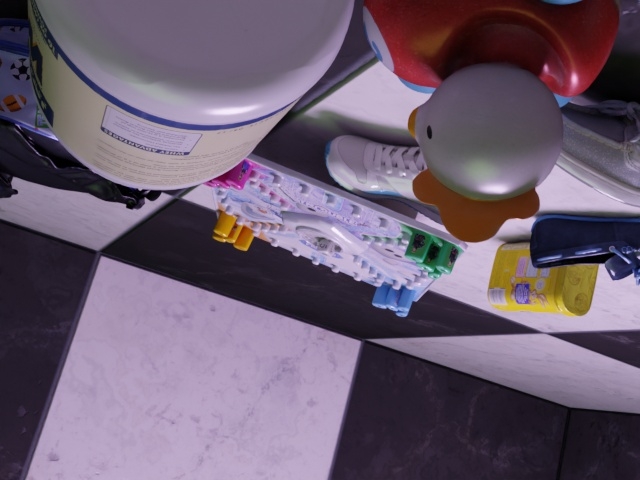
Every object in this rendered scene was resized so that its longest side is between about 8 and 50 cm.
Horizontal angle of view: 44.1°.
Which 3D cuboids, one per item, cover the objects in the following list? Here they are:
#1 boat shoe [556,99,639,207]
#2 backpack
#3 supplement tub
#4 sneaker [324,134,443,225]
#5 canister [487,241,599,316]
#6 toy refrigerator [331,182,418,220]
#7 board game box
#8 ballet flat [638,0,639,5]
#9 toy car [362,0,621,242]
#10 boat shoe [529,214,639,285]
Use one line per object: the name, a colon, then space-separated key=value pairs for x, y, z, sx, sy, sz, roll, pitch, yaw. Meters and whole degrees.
boat shoe: x=0.367 y=-0.089 z=0.807 sx=0.320 sy=0.103 sz=0.118 roll=18 pitch=-150 yaw=-2
backpack: x=-0.367 y=-0.166 z=1.024 sx=0.276 sy=0.213 sz=0.263 roll=4 pitch=171 yaw=16
supplement tub: x=-0.129 y=-0.175 z=0.686 sx=0.235 sy=0.236 sz=0.325 roll=19 pitch=165 yaw=-16
sneaker: x=0.117 y=-0.097 z=1.071 sx=0.228 sy=0.087 sz=0.092 roll=17 pitch=150 yaw=-14
canister: x=0.363 y=0.060 z=1.305 sx=0.073 sy=0.126 sz=0.170 roll=23 pitch=166 yaw=-29
toy refrigerator: x=0.063 y=-0.046 z=1.280 sx=0.102 sy=0.094 sz=0.269 roll=26 pitch=163 yaw=-11
board game box: x=0.000 y=0.000 z=1.245 sx=0.389 sy=0.050 sz=0.390 roll=23 pitch=165 yaw=2
ballet flat: x=0.269 y=-0.182 z=0.603 sx=0.070 sy=0.070 sz=0.188 roll=3 pitch=162 yaw=39
toy car: x=0.121 y=-0.118 z=0.645 sx=0.210 sy=0.238 sz=0.219 roll=12 pitch=165 yaw=13
boat shoe: x=0.436 y=0.022 z=1.154 sx=0.258 sy=0.089 sz=0.109 roll=3 pitch=161 yaw=39
